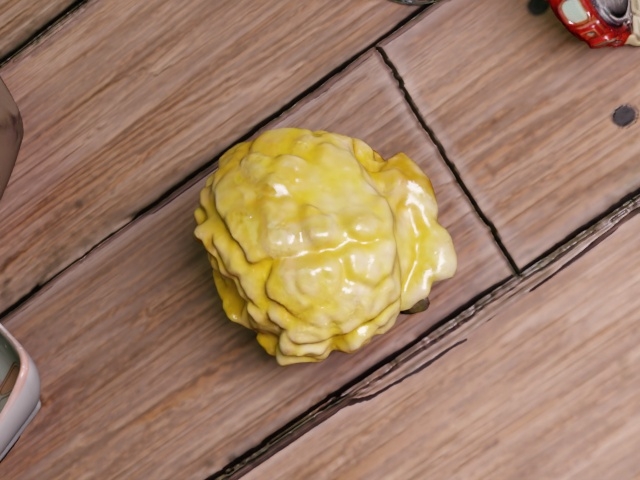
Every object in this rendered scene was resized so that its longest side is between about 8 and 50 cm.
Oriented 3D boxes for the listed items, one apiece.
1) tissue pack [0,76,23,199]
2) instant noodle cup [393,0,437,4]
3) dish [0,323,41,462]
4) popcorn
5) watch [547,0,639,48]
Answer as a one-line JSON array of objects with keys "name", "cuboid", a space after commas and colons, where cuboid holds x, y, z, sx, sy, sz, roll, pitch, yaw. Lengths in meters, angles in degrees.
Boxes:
[{"name": "tissue pack", "cuboid": [-0.465, -0.088, 1.091, 0.277, 0.387, 0.267, -50, 53, 21]}, {"name": "instant noodle cup", "cuboid": [0.062, -0.281, 1.044, 0.182, 0.144, 0.182, -12, 61, 23]}, {"name": "dish", "cuboid": [-0.312, 0.155, 1.079, 0.151, 0.077, 0.212, 36, 87, 37]}, {"name": "popcorn", "cuboid": [0.000, 0.000, 0.944, 0.180, 0.170, 0.180, -28, 45, 33]}, {"name": "watch", "cuboid": [0.273, -0.212, 0.882, 0.268, 0.165, 0.102, -13, 63, 25]}]
